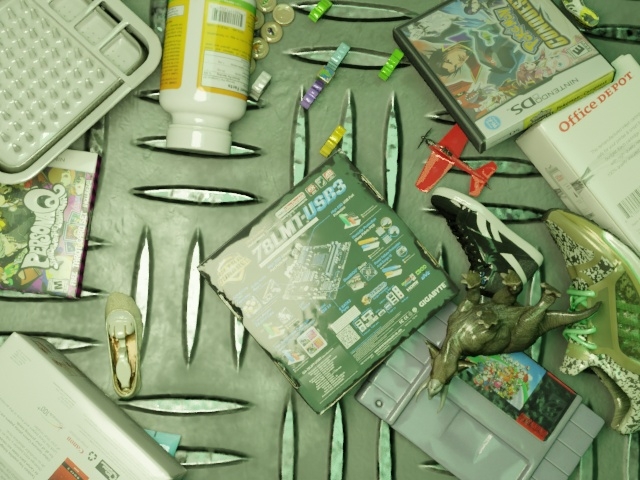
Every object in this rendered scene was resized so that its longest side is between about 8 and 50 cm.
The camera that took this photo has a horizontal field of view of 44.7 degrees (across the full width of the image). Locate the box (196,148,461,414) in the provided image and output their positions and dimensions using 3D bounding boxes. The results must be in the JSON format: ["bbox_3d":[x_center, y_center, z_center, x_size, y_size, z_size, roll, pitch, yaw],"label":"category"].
[{"bbox_3d":[0.012,0.062,1.204,0.295,0.073,0.293,-40,85,-7],"label":"box"}]

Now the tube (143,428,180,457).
[{"bbox_3d":[-0.273,0.395,1.186,0.080,0.052,0.207,11,79,-8],"label":"tube"}]

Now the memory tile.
[{"bbox_3d":[-0.123,-0.355,1.293,0.113,0.012,0.148,37,81,-2],"label":"memory tile"}]

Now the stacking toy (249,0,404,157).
[{"bbox_3d":[0.009,-0.272,1.285,0.167,0.052,0.221,37,80,-4],"label":"stacking toy"}]

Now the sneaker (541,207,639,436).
[{"bbox_3d":[0.453,0.139,1.249,0.182,0.158,0.410,-31,87,-3],"label":"sneaker"}]

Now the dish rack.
[{"bbox_3d":[-0.441,-0.264,1.193,0.285,0.072,0.333,42,74,4],"label":"dish rack"}]

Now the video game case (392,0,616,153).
[{"bbox_3d":[0.292,-0.303,1.264,0.248,0.035,0.275,-29,64,-4],"label":"video game case"}]

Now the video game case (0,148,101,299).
[{"bbox_3d":[-0.463,-0.036,1.206,0.210,0.042,0.232,8,84,-5],"label":"video game case"}]

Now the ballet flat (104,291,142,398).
[{"bbox_3d":[-0.302,0.160,1.200,0.057,0.052,0.168,-8,85,-7],"label":"ballet flat"}]

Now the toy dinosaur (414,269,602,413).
[{"bbox_3d":[0.273,0.127,1.188,0.313,0.160,0.121,-18,53,-21],"label":"toy dinosaur"}]

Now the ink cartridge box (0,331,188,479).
[{"bbox_3d":[-0.401,0.335,1.111,0.309,0.130,0.272,41,81,9],"label":"ink cartridge box"}]

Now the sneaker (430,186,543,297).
[{"bbox_3d":[0.250,0.017,1.266,0.217,0.079,0.121,35,80,-4],"label":"sneaker"}]

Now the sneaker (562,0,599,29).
[{"bbox_3d":[0.451,-0.397,1.358,0.031,0.035,0.083,-34,68,2],"label":"sneaker"}]

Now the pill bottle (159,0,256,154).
[{"bbox_3d":[-0.178,-0.260,1.209,0.136,0.136,0.246,6,92,-6],"label":"pill bottle"}]

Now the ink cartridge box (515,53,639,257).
[{"bbox_3d":[0.500,-0.131,1.291,0.207,0.117,0.283,-38,89,-9],"label":"ink cartridge box"}]

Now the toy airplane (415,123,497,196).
[{"bbox_3d":[0.229,-0.129,1.305,0.151,0.028,0.151,0,86,-6],"label":"toy airplane"}]

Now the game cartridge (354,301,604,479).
[{"bbox_3d":[0.261,0.270,1.256,0.355,0.068,0.230,37,86,-2],"label":"game cartridge"}]
